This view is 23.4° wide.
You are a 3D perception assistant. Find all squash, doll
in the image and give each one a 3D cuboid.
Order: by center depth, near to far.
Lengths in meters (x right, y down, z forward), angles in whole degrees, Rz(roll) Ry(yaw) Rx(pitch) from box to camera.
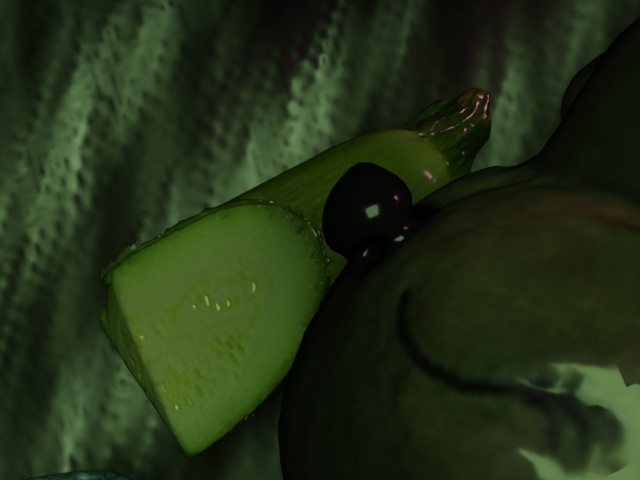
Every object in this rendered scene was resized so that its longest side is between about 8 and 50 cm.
[{"bbox_3d":[0.168,0.085,0.552,0.378,0.252,0.382,37,93,7],"label":"doll"},{"bbox_3d":[-0.002,-0.001,0.652,0.200,0.075,0.090,-39,57,-3],"label":"squash"}]

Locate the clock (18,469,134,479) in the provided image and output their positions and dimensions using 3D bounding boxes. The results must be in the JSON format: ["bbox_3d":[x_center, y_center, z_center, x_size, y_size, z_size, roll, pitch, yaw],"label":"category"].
[{"bbox_3d":[-0.129,0.173,0.616,0.231,0.103,0.144,-12,75,-5],"label":"clock"}]
